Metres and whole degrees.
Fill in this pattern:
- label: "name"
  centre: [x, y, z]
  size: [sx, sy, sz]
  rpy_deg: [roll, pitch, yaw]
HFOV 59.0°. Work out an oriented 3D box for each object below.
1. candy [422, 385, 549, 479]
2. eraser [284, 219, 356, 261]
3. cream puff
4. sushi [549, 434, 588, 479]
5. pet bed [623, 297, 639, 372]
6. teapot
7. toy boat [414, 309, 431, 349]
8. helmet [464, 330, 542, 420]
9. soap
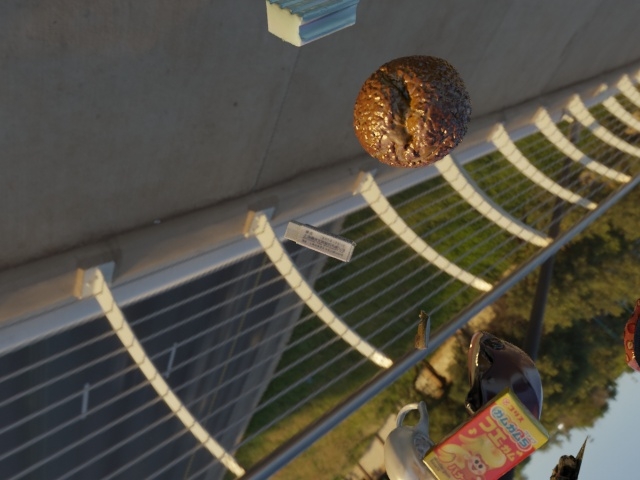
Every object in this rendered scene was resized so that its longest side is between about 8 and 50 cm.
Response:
- label: "candy"
  centre: [0.399, 0.499, 1.377]
  size: [0.276, 0.146, 0.088]
  rpy_deg: [-42, 164, 11]
- label: "eraser"
  centre: [0.000, 0.000, 2.269]
  size: [0.124, 0.278, 0.081]
  rpy_deg: [-39, 149, -83]
- label: "cream puff"
  centre: [0.230, -0.312, 1.426]
  size: [0.212, 0.303, 0.303]
  rpy_deg: [-80, -163, -57]
- label: "sushi"
  centre: [0.731, 0.762, 1.730]
  size: [0.292, 0.059, 0.294]
  rpy_deg: [-58, 153, -32]
- label: "pet bed"
  centre: [0.770, 0.221, 1.296]
  size: [0.201, 0.201, 0.053]
  rpy_deg: [-36, -163, -18]
- label: "teapot"
  centre: [0.265, 0.590, 1.557]
  size: [0.208, 0.300, 0.166]
  rpy_deg: [22, 133, -30]
- label: "toy boat"
  centre: [0.384, 0.337, 2.133]
  size: [0.047, 0.049, 0.149]
  rpy_deg: [32, 62, -51]
- label: "helmet"
  centre: [0.536, 0.425, 1.652]
  size: [0.338, 0.197, 0.271]
  rpy_deg: [-65, 160, -61]
- label: "soap"
  centre: [-0.009, -0.677, 1.655]
  size: [0.289, 0.173, 0.095]
  rpy_deg: [-33, 145, -30]
